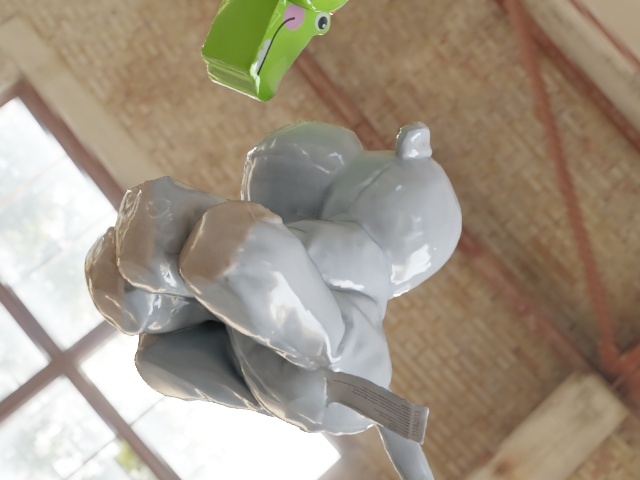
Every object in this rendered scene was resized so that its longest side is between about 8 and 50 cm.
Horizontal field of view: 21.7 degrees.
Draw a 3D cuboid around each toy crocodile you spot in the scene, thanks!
[{"bbox_3d":[0.005,-0.266,1.255,0.115,0.340,0.105,19,-1,43],"label":"toy crocodile"}]

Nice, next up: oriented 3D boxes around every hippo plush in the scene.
[{"bbox_3d":[0.000,0.000,1.204,0.294,0.236,0.234,19,-33,26],"label":"hippo plush"}]
